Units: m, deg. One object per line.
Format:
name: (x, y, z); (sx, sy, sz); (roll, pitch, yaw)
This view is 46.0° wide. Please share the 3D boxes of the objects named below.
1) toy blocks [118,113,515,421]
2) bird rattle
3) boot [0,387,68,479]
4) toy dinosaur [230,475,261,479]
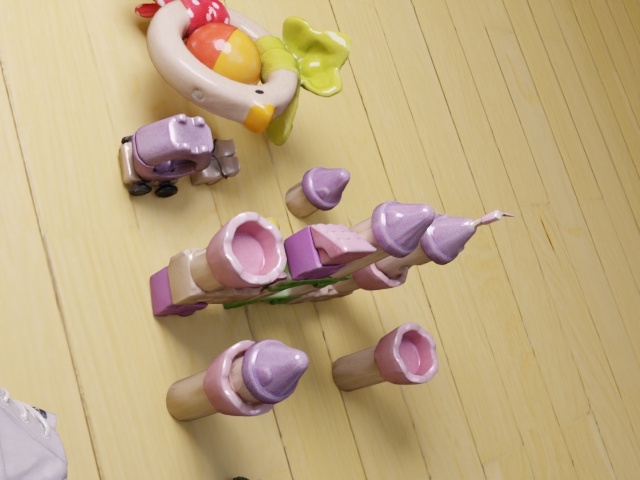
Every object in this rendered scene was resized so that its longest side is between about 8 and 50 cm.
toy blocks: (0.000, 0.000, 0.740); (0.289, 0.260, 0.308); (-1, 72, -42)
bird rattle: (-0.098, -0.210, 0.795); (0.254, 0.143, 0.206); (38, 35, -14)
boot: (-0.265, 0.135, 0.570); (0.123, 0.095, 0.258); (1, 79, -48)
toy dinosaur: (-0.107, 0.261, 0.624); (0.268, 0.064, 0.118); (38, 49, -67)
